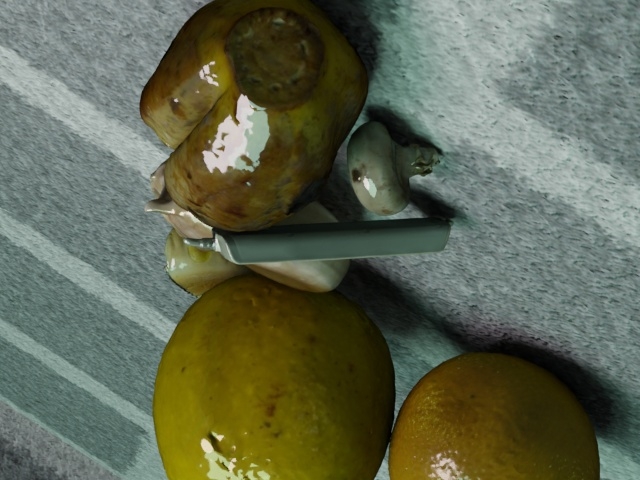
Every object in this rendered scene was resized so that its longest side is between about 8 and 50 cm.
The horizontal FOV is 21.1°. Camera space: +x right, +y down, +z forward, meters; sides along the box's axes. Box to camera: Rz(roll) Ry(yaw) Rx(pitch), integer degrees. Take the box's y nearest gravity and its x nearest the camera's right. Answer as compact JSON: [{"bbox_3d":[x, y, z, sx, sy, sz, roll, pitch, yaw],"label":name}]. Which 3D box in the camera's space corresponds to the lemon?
[{"bbox_3d":[-0.051,0.177,1.803,0.258,0.310,0.258,5,154,3],"label":"lemon"}]

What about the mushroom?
[{"bbox_3d":[0.064,-0.066,1.505,0.079,0.085,0.085,-13,142,13],"label":"mushroom"}]

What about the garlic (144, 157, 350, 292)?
[{"bbox_3d":[-0.070,-0.028,1.684,0.217,0.110,0.228,25,177,25],"label":"garlic"}]

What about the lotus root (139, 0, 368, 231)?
[{"bbox_3d":[-0.061,-0.104,1.440,0.193,0.193,0.291,35,158,-6],"label":"lotus root"}]

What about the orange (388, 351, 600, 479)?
[{"bbox_3d":[0.178,0.226,1.760,0.236,0.236,0.236,28,158,13],"label":"orange"}]

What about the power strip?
[{"bbox_3d":[0.000,0.000,1.565,0.252,0.027,0.060,-3,-169,-15],"label":"power strip"}]

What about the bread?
[{"bbox_3d":[-0.105,0.022,1.882,0.157,0.083,0.094,21,152,-39],"label":"bread"}]
